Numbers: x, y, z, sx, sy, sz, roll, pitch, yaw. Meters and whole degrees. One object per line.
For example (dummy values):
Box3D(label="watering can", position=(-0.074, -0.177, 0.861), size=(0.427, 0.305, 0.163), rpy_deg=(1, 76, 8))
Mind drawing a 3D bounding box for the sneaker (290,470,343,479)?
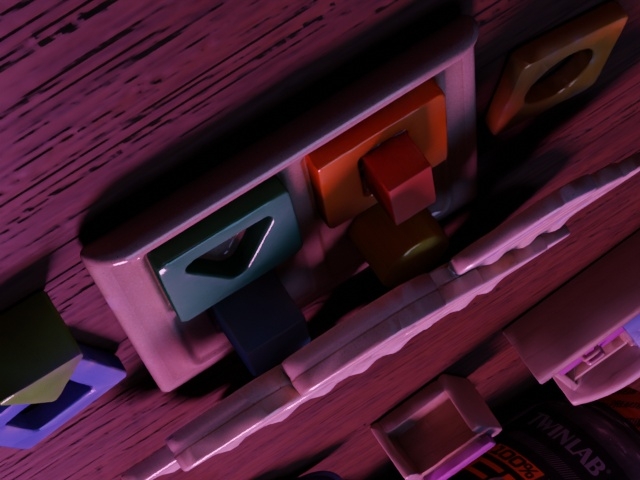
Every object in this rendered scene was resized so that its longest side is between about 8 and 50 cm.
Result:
Box3D(label="sneaker", position=(-0.036, 0.200, 1.139), size=(0.144, 0.053, 0.059), rpy_deg=(-25, 158, -29))

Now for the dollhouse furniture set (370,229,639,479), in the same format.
Box3D(label="dollhouse furniture set", position=(0.252, 0.187, 1.206), size=(0.286, 0.303, 0.198), rpy_deg=(-37, 161, 7))

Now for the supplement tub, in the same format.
Box3D(label="supplement tub", position=(0.170, 0.277, 1.428), size=(0.338, 0.207, 0.207), rpy_deg=(-31, 162, -23))

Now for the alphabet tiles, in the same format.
Box3D(label="alphabet tiles", position=(0.037, 0.043, 0.821), size=(0.278, 0.021, 0.284), rpy_deg=(-34, 174, 23))

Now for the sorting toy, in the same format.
Box3D(label="sorting toy", position=(0.000, 0.000, 0.708), size=(0.347, 0.047, 0.196), rpy_deg=(-32, 162, -8))
